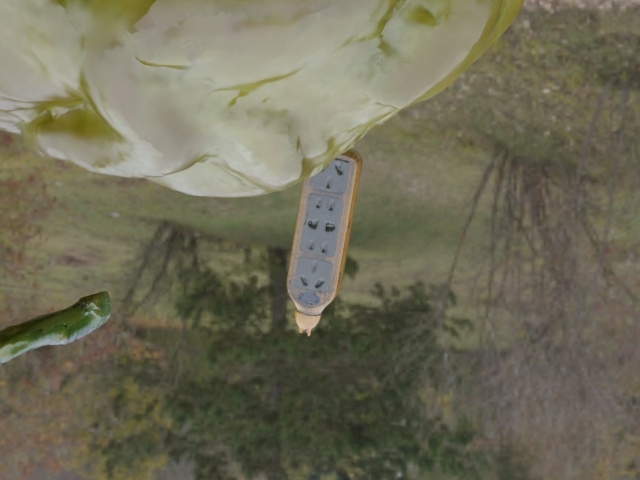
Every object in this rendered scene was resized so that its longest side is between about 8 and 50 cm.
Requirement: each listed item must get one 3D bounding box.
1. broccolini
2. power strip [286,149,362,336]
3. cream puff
[{"bbox_3d":[-0.199,0.079,0.528,0.071,0.057,0.254,33,-162,17],"label":"broccolini"},{"bbox_3d":[0.000,0.000,0.819,0.049,0.178,0.028,10,-168,5],"label":"power strip"},{"bbox_3d":[-0.074,-0.129,0.477,0.323,0.274,0.269,16,138,-8],"label":"cream puff"}]
